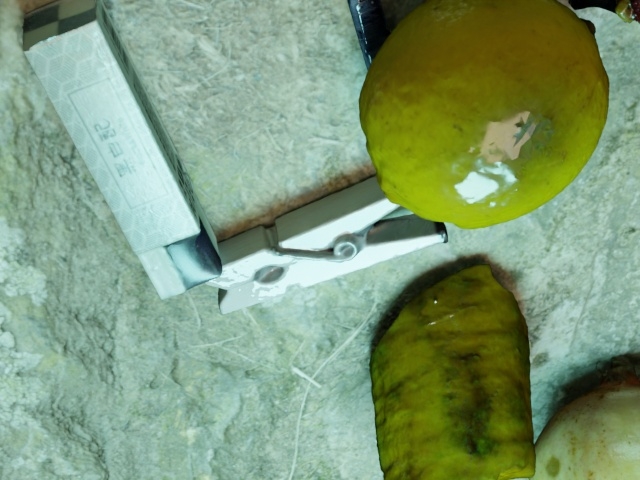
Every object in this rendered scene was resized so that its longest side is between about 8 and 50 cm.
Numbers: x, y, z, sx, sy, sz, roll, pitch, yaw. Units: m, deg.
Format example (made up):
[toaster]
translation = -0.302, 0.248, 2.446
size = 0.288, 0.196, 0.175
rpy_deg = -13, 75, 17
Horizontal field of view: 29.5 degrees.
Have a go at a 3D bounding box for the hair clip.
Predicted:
[hair clip]
translation = 0.000, 0.003, 1.644
size = 0.330, 0.085, 0.101
rpy_deg = -21, 128, 5

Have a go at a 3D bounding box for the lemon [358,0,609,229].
[lemon]
translation = 0.193, -0.161, 1.444
size = 0.297, 0.297, 0.297
rpy_deg = -7, 129, -9

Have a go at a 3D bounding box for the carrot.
[carrot]
translation = 0.194, 0.232, 1.792
size = 0.241, 0.341, 0.241
rpy_deg = -1, 157, -1

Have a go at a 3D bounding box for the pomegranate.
[pomegranate]
translation = 0.493, 0.346, 1.914
size = 0.338, 0.338, 0.338
rpy_deg = -7, 129, -9

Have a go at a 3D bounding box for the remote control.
[remote control]
translation = 0.067, -0.249, 1.503
size = 0.043, 0.027, 0.152
rpy_deg = -27, 132, -5

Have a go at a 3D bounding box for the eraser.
[eraser]
translation = -0.234, -0.108, 1.490
size = 0.096, 0.098, 0.404
rpy_deg = -20, 129, 3

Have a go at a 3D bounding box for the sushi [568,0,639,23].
[sushi]
translation = 0.412, -0.326, 1.450
size = 0.172, 0.150, 0.153
rpy_deg = -8, 129, -9
